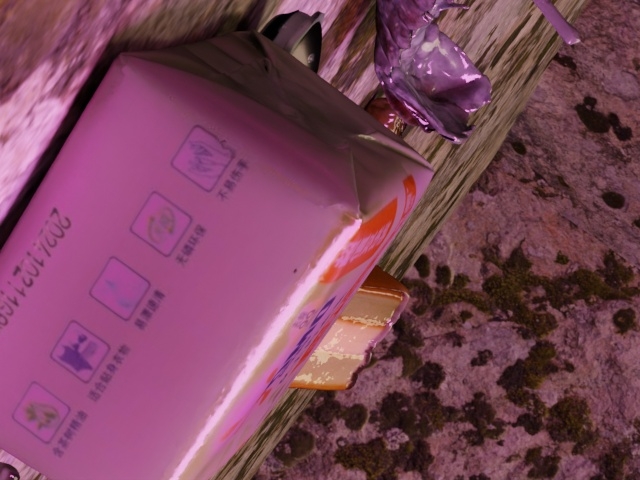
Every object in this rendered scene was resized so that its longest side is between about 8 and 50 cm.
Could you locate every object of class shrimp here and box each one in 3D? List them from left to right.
[{"bbox_3d":[0.124,-0.202,1.085,0.221,0.166,0.410,-53,-174,-35],"label":"shrimp"}]

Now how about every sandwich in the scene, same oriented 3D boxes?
[{"bbox_3d":[-0.036,0.068,1.339,0.117,0.144,0.187,-60,173,24],"label":"sandwich"}]

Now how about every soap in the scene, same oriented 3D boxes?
[{"bbox_3d":[-0.063,0.013,0.837,0.199,0.138,0.182,-55,173,16],"label":"soap"}]

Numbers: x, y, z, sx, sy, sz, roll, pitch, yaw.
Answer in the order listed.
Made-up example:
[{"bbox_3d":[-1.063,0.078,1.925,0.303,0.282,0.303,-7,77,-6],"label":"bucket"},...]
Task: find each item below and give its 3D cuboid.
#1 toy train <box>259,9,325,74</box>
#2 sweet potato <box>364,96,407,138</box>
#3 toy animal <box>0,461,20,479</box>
[{"bbox_3d":[-0.042,-0.062,1.008,0.043,0.047,0.207,-51,172,-38],"label":"toy train"},{"bbox_3d":[0.006,0.004,1.575,0.286,0.085,0.112,-55,170,1],"label":"sweet potato"},{"bbox_3d":[-0.162,0.250,1.116,0.170,0.255,0.090,-39,-143,1],"label":"toy animal"}]
